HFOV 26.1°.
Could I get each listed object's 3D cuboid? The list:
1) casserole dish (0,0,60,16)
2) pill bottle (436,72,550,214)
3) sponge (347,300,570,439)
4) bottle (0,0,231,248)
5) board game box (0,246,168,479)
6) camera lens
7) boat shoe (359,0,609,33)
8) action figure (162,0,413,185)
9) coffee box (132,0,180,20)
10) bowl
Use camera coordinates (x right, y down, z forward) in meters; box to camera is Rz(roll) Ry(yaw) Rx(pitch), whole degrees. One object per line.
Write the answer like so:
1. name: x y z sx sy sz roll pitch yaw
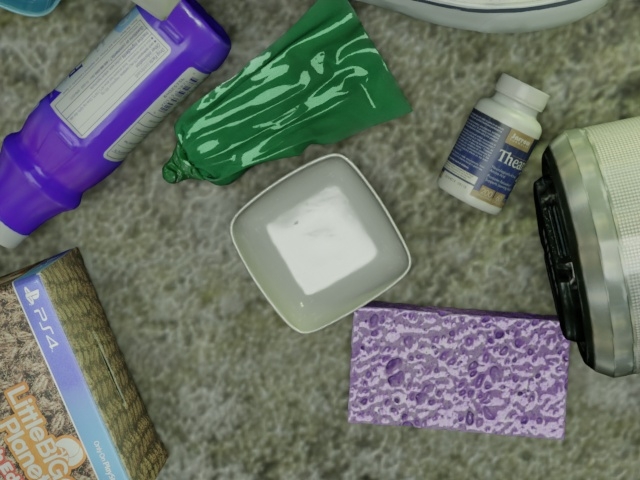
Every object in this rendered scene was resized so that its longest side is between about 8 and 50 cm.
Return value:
1. casserole dish: -0.305 -0.283 1.272 0.188 0.037 0.114 23 114 -4
2. pill bottle: 0.161 -0.090 1.267 0.067 0.067 0.120 26 100 0
3. sponge: 0.133 0.124 1.320 0.210 0.031 0.117 4 99 4
4. bottle: -0.207 -0.111 1.264 0.283 0.118 0.092 -43 94 10
5. board game box: -0.329 0.173 1.303 0.291 0.141 0.232 -22 97 7
6. camera lens: 0.333 -0.008 1.190 0.274 0.219 0.219 -11 98 6
7. boat shoe: 0.087 -0.288 1.183 0.367 0.156 0.136 12 63 6
8. action figure: -0.049 -0.120 1.279 0.232 0.063 0.137 -31 97 4
9. coffee box: -0.190 -0.439 1.041 0.338 0.334 0.337 -49 135 10
10. bowl: 0.000 0.000 1.299 0.142 0.053 0.142 -32 96 8
